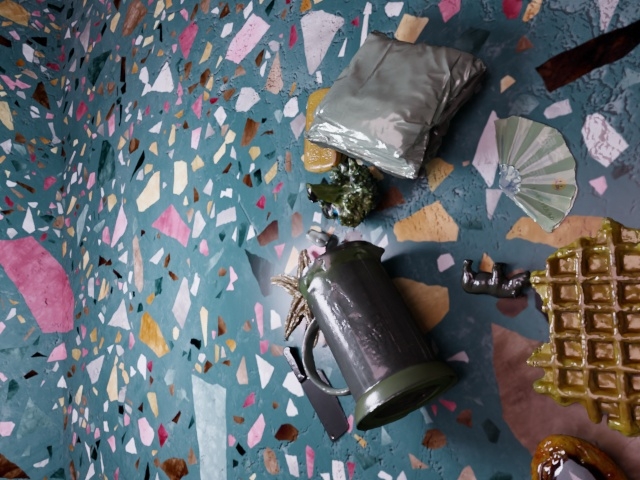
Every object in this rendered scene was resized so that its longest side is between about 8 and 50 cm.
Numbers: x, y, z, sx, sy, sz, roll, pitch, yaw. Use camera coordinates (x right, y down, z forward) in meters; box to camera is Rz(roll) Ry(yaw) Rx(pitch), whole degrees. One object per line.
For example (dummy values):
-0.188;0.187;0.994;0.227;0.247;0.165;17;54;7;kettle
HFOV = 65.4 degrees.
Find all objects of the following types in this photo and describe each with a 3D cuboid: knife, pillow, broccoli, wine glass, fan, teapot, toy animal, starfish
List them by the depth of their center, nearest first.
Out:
0.372;-0.129;0.875;0.131;0.009;0.240;-32;63;32;fan
0.310;0.069;0.875;0.136;0.047;0.064;3;91;36;toy animal
0.071;0.180;0.971;0.270;0.200;0.336;-42;56;23;teapot
0.143;-0.281;0.999;0.310;0.138;0.283;29;89;35;pillow
0.041;-0.099;1.067;0.167;0.160;0.154;32;124;59;broccoli
-0.012;0.335;1.147;0.072;0.019;0.245;-48;58;21;knife
0.000;0.000;1.168;0.083;0.039;0.042;25;89;44;wine glass
-0.026;0.135;1.170;0.241;0.043;0.227;5;89;39;starfish

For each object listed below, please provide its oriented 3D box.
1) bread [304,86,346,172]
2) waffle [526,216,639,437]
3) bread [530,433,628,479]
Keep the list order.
0.019;-0.256;1.166;0.116;0.077;0.200;0;85;41;bread
0.436;0.128;0.736;0.282;0.058;0.300;25;103;38;waffle
0.414;0.404;0.709;0.269;0.095;0.139;47;117;21;bread
